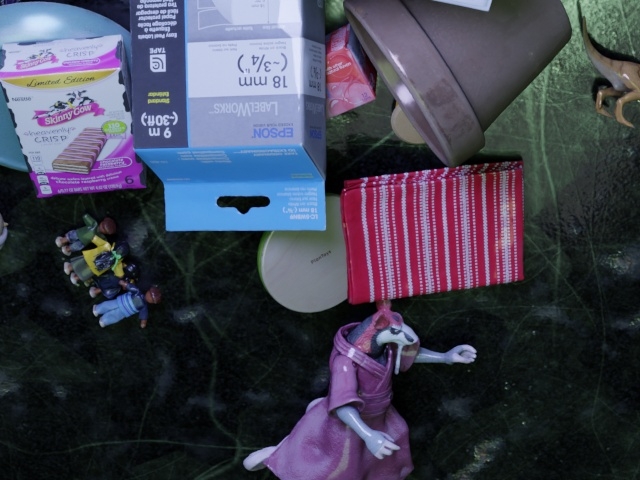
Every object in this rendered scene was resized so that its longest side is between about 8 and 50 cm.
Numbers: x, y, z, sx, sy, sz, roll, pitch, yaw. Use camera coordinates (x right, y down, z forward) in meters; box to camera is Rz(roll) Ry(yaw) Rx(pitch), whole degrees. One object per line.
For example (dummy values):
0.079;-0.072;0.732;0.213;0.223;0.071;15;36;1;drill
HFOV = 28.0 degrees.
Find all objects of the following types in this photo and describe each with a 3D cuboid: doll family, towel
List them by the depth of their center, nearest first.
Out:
0.165;-0.009;1.867;0.275;0.031;0.198;-8;116;-8;towel
-0.318;0.049;1.967;0.111;0.076;0.193;-22;121;12;doll family

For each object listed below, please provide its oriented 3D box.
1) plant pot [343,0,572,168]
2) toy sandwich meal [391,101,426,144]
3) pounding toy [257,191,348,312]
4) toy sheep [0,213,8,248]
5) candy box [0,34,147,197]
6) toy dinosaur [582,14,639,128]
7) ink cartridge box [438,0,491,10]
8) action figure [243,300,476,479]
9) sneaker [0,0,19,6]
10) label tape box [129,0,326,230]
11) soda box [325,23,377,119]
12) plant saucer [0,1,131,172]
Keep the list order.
0.191;-0.260;1.657;0.229;0.263;0.263;-33;114;3;plant pot
0.138;-0.176;1.820;0.086;0.029;0.085;2;125;2;toy sandwich meal
0.000;0.000;1.908;0.237;0.110;0.182;-5;113;-26;pounding toy
-0.523;-0.007;1.943;0.091;0.091;0.132;40;129;-18;toy sheep
-0.327;-0.163;1.731;0.159;0.071;0.233;-6;140;-1;candy box
0.415;-0.222;1.762;0.212;0.064;0.112;19;102;-17;toy dinosaur
0.079;-0.407;1.524;0.272;0.309;0.130;11;120;-2;ink cartridge box
0.062;0.235;2.010;0.276;0.248;0.370;23;121;30;action figure
-0.553;-0.332;1.727;0.283;0.124;0.107;-4;120;7;sneaker
-0.119;-0.176;1.696;0.241;0.106;0.333;0;93;17;label tape box
-0.056;-0.198;1.790;0.263;0.083;0.092;-22;116;17;soda box
-0.379;-0.193;1.777;0.318;0.043;0.317;-4;141;-3;plant saucer
